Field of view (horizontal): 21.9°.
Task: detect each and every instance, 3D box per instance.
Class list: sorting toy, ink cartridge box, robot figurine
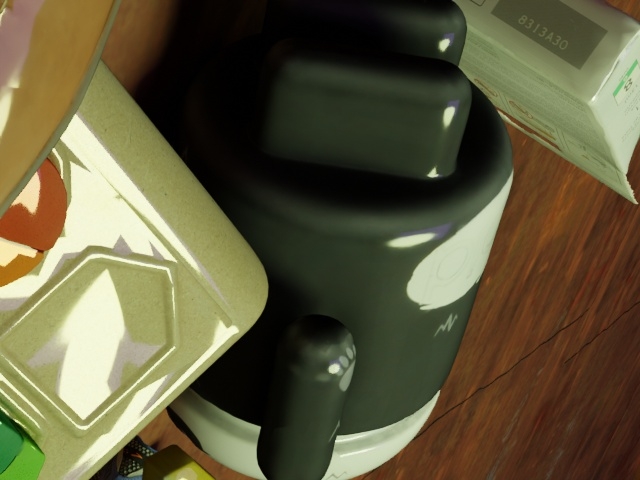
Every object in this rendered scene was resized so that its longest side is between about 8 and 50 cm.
[{"bbox_3d":[-0.118,0.067,0.684,0.229,0.041,0.307,-46,134,-10],"label":"sorting toy"},{"bbox_3d":[0.107,-0.110,0.926,0.056,0.181,0.224,-55,159,1],"label":"ink cartridge box"},{"bbox_3d":[-0.002,0.001,0.859,0.209,0.173,0.278,-33,148,-40],"label":"robot figurine"}]

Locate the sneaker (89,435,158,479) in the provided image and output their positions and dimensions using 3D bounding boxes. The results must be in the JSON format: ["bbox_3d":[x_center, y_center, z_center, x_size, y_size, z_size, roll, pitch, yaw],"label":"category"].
[{"bbox_3d":[-0.094,0.182,1.038,0.087,0.083,0.221,-61,163,-12],"label":"sneaker"}]

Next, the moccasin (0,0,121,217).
[{"bbox_3d":[-0.104,-0.139,0.477,0.380,0.139,0.147,-58,158,0],"label":"moccasin"}]
